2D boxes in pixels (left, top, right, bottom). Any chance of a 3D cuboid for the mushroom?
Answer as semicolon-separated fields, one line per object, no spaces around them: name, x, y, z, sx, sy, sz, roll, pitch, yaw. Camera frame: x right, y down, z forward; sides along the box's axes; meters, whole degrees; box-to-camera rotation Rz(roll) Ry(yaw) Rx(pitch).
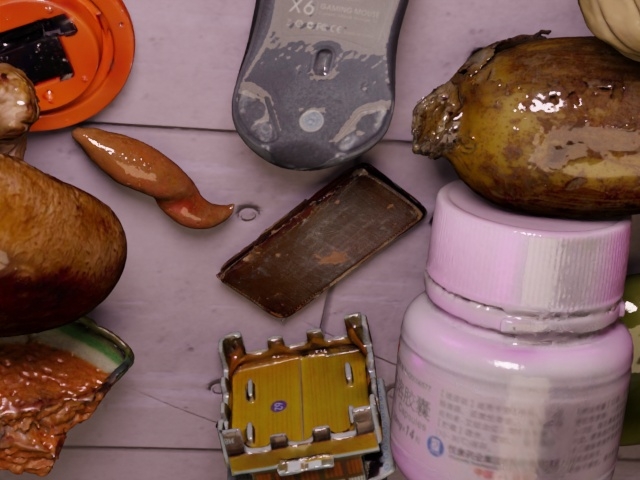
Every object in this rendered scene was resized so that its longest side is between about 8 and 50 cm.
mushroom;-0.375;-0.013;1.537;0.345;0.239;0.345;22;144;17

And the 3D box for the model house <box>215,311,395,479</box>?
model house;-0.014;0.229;1.818;0.198;0.224;0.215;-9;124;1

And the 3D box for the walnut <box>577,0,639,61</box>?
walnut;0.368;-0.279;1.402;0.282;0.253;0.277;25;89;-18

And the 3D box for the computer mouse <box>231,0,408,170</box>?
computer mouse;0.013;-0.236;1.512;0.167;0.090;0.379;9;123;-14

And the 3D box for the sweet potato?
sweet potato;-0.178;-0.067;1.647;0.202;0.058;0.055;35;97;-30

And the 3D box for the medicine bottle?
medicine bottle;0.212;0.111;1.677;0.256;0.256;0.325;1;110;-9

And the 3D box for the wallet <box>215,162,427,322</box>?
wallet;0.000;0.000;1.746;0.232;0.031;0.122;-36;130;23

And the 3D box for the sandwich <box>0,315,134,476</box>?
sandwich;-0.355;0.161;1.731;0.292;0.212;0.109;-3;147;-23

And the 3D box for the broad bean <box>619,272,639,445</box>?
broad bean;0.367;0.149;1.869;0.291;0.119;0.238;-21;121;7

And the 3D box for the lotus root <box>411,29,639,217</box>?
lotus root;0.292;-0.117;1.577;0.397;0.196;0.179;1;117;-4

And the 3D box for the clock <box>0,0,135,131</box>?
clock;-0.286;-0.194;1.526;0.205;0.051;0.205;-3;131;-4
